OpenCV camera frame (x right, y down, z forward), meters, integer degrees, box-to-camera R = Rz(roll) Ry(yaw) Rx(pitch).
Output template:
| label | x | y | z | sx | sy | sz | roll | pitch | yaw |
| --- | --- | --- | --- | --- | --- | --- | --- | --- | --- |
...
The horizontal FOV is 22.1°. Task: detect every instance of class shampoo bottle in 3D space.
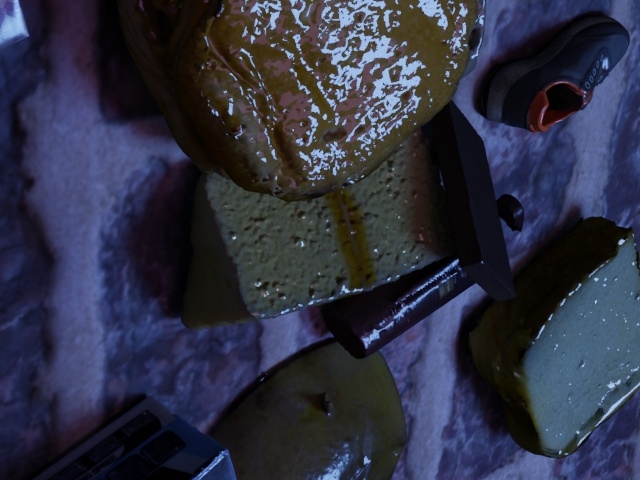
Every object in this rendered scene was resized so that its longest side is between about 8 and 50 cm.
| label | x | y | z | sx | sy | sz | roll | pitch | yaw |
| --- | --- | --- | --- | --- | --- | --- | --- | --- | --- |
| shampoo bottle | 0.111 | 0.031 | 1.628 | 0.236 | 0.067 | 0.068 | -37 | 160 | -21 |

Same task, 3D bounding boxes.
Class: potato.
| label | x | y | z | sx | sy | sz | roll | pitch | yaw |
| --- | --- | --- | --- | --- | --- | --- | --- | --- | --- |
| potato | -0.010 | 0.238 | 1.624 | 0.299 | 0.116 | 0.239 | -44 | 136 | -17 |

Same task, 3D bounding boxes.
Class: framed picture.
| label | x | y | z | sx | sy | sz | roll | pitch | yaw |
| --- | --- | --- | --- | --- | --- | --- | --- | --- | --- |
| framed picture | 0.143 | -0.038 | 1.536 | 0.023 | 0.168 | 0.128 | -16 | 159 | 16 |

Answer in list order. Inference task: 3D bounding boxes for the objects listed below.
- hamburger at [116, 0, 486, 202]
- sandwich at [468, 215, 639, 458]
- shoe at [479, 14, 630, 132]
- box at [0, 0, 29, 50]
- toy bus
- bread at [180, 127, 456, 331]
| label | x | y | z | sx | sy | sz | roll | pitch | yaw |
| --- | --- | --- | --- | --- | --- | --- | --- | --- | --- |
| hamburger | -0.006 | -0.186 | 1.275 | 0.318 | 0.158 | 0.318 | -26 | 133 | -31 |
| sandwich | 0.283 | 0.117 | 1.855 | 0.226 | 0.087 | 0.251 | -45 | 138 | -15 |
| shoe | 0.249 | -0.159 | 1.626 | 0.194 | 0.077 | 0.074 | -29 | 134 | -29 |
| box | -0.242 | -0.184 | 1.128 | 0.050 | 0.036 | 0.117 | -35 | 137 | -25 |
| toy bus | -0.214 | 0.268 | 1.412 | 0.297 | 0.131 | 0.106 | -34 | 138 | -23 |
| bread | 0.000 | 0.000 | 1.465 | 0.266 | 0.142 | 0.178 | -18 | 144 | -35 |
